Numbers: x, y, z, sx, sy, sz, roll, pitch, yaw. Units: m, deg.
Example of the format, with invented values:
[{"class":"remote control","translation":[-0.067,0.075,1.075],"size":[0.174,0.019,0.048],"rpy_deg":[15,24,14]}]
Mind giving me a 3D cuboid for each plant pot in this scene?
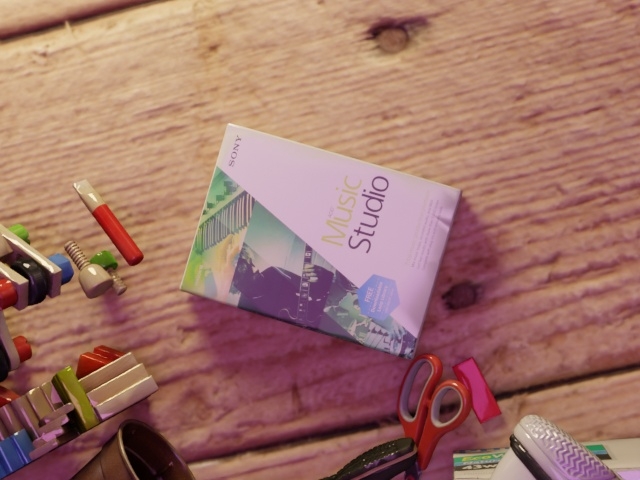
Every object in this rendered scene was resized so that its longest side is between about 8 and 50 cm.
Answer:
[{"class":"plant pot","translation":[-0.263,0.344,1.767],"size":[0.165,0.167,0.167],"rpy_deg":[-37,86,10]}]

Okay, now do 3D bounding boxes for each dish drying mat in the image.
[{"class":"dish drying mat","translation":[0.204,0.196,1.798],"size":[0.032,0.008,0.083],"rpy_deg":[-27,87,5]}]

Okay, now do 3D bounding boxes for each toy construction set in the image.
[{"class":"toy construction set","translation":[-0.419,0.019,1.771],"size":[0.309,0.257,0.237],"rpy_deg":[-32,73,-17]}]

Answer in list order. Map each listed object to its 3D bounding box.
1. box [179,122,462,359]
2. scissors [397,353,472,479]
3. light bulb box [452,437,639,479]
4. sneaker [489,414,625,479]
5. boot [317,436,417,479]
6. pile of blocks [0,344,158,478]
[{"class":"box","translation":[0.000,0.000,1.796],"size":[0.322,0.058,0.232],"rpy_deg":[16,90,6]},{"class":"scissors","translation":[0.117,0.293,1.795],"size":[0.109,0.021,0.297],"rpy_deg":[31,110,36]},{"class":"light bulb box","translation":[0.345,0.436,1.673],"size":[0.357,0.225,0.361],"rpy_deg":[-5,89,5]},{"class":"sneaker","translation":[0.308,0.378,1.500],"size":[0.366,0.137,0.210],"rpy_deg":[40,92,10]},{"class":"boot","translation":[0.066,0.354,1.782],"size":[0.198,0.077,0.137],"rpy_deg":[-32,91,17]},{"class":"pile of blocks","translation":[-0.386,0.231,1.780],"size":[0.362,0.149,0.113],"rpy_deg":[-30,87,4]}]
